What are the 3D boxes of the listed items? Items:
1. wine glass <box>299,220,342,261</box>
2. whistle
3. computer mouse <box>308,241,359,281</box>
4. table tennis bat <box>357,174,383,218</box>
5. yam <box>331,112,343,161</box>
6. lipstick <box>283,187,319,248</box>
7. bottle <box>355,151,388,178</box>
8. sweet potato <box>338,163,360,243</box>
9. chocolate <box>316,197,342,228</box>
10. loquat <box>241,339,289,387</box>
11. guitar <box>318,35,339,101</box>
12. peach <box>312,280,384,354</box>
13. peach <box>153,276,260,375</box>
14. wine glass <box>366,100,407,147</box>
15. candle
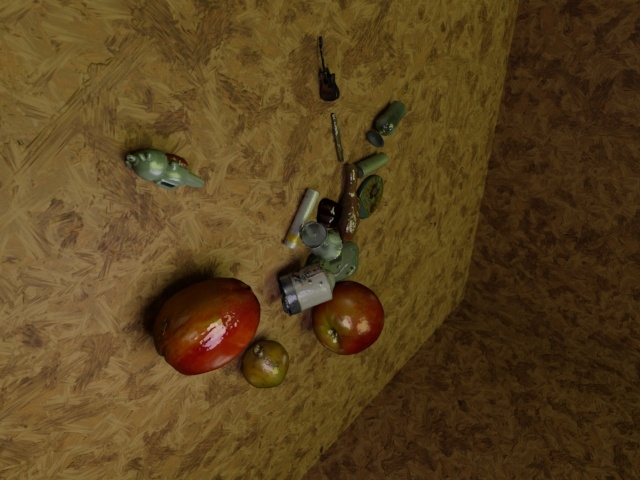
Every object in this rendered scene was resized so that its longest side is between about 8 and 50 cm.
[{"bbox_3d":[0.000,0.000,1.841,0.156,0.156,0.232,-63,161,-3],"label":"wine glass"},{"bbox_3d":[-0.445,-0.204,1.237,0.253,0.102,0.105,19,91,-52],"label":"whistle"},{"bbox_3d":[0.066,0.113,2.090,0.331,0.095,0.197,-15,111,-37],"label":"computer mouse"},{"bbox_3d":[0.226,-0.191,2.160,0.329,0.044,0.215,-53,144,-20],"label":"table tennis bat"},{"bbox_3d":[0.071,-0.438,1.826,0.027,0.029,0.234,-70,154,-44],"label":"yam"},{"bbox_3d":[-0.081,-0.094,1.806,0.059,0.059,0.264,22,92,-55],"label":"lipstick"},{"bbox_3d":[0.241,-0.364,2.045,0.201,0.072,0.072,-32,133,-37],"label":"bottle"},{"bbox_3d":[0.140,-0.171,2.009,0.109,0.109,0.385,-14,114,-48],"label":"sweet potato"},{"bbox_3d":[0.052,-0.116,1.945,0.125,0.080,0.148,-15,120,-47],"label":"chocolate"},{"bbox_3d":[-0.244,0.531,1.855,0.213,0.213,0.246,-44,139,-27],"label":"loquat"},{"bbox_3d":[0.020,-0.644,1.604,0.025,0.088,0.233,-33,124,-36],"label":"guitar"},{"bbox_3d":[0.148,0.382,2.139,0.388,0.388,0.388,-29,132,-39],"label":"peach"},{"bbox_3d":[-0.376,0.280,1.452,0.373,0.290,0.372,-30,138,-31],"label":"peach"},{"bbox_3d":[0.316,-0.552,2.003,0.231,0.103,0.103,-53,143,-22],"label":"wine glass"},{"bbox_3d":[-0.027,0.190,1.849,0.330,0.187,0.187,-21,132,-9],"label":"candle"}]
